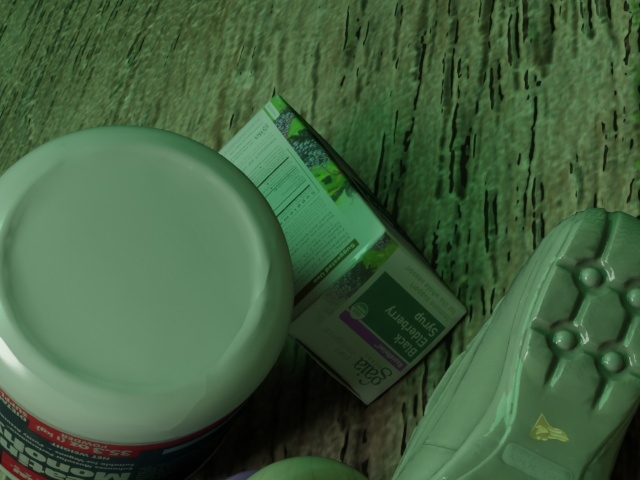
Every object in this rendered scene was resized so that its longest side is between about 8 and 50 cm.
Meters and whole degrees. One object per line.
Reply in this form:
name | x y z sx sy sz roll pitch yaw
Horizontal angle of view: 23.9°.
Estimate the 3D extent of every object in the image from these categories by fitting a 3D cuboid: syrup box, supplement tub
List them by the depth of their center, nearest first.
supplement tub | -0.132 0.062 0.957 0.191 0.191 0.272 -65 3 -25
syrup box | 0.000 0.000 1.046 0.096 0.093 0.237 -45 32 5

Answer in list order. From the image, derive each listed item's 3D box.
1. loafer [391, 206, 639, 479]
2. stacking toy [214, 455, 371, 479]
loafer | 0.095 0.132 0.802 0.319 0.112 0.111 -58 -2 -14
stacking toy | -0.102 0.209 0.918 0.330 0.141 0.141 -13 46 47
